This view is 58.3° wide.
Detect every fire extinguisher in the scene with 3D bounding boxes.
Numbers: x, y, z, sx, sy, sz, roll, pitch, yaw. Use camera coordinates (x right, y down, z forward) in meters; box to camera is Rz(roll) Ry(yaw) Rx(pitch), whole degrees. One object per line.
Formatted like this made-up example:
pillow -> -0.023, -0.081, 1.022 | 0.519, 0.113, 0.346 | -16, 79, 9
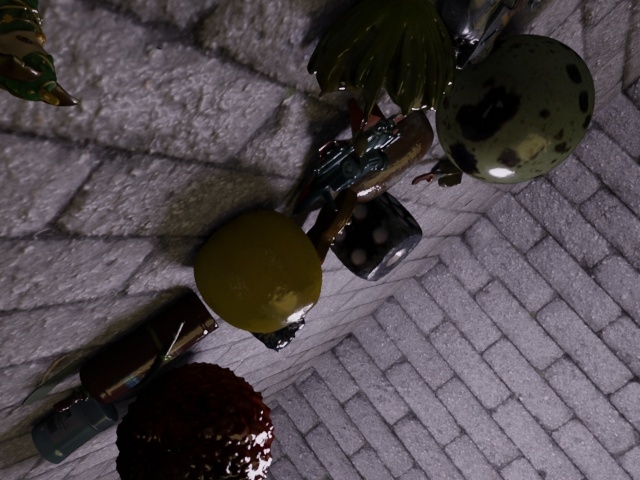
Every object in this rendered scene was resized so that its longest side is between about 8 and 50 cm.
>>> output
fire extinguisher -> -0.376, 0.240, 1.178 | 0.341, 0.105, 0.141 | -35, 167, -15

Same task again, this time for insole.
insole -> -0.532, 0.284, 1.148 | 0.153, 0.002, 0.053 | -37, 163, -4

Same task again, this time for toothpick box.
toothpick box -> -0.545, 0.409, 1.279 | 0.153, 0.101, 0.101 | -35, 163, -8

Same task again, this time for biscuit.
biscuit -> 0.000, 0.000, 1.273 | 0.301, 0.049, 0.196 | -52, -161, 40

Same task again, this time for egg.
egg -> 0.397, -0.265, 1.160 | 0.379, 0.287, 0.287 | -22, 156, -36

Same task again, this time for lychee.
lychee -> -0.335, 0.529, 1.520 | 0.425, 0.424, 0.500 | -37, 148, -4

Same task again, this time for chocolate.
chocolate -> 0.157, -0.169, 1.271 | 0.261, 0.083, 0.161 | -43, 165, 11

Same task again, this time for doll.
doll -> -0.249, -0.140, 0.453 | 0.077, 0.113, 0.078 | -26, 164, 6

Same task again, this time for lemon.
lemon -> -0.108, 0.073, 1.113 | 0.240, 0.219, 0.240 | -39, 167, -11

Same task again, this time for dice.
dice -> 0.133, -0.018, 1.445 | 0.182, 0.183, 0.181 | -46, 160, 19

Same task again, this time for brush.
brush -> 0.334, -0.188, 1.629 | 0.301, 0.071, 0.084 | -18, 142, -50

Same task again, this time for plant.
plant -> 0.126, -0.302, 0.733 | 0.251, 0.180, 0.333 | -38, 164, -44

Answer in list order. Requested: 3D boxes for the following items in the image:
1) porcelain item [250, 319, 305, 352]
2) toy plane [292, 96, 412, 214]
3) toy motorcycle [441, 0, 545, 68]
porcelain item -> -0.112, 0.187, 1.465 | 0.138, 0.186, 0.288 | -42, 164, 7
toy plane -> 0.038, -0.132, 1.079 | 0.223, 0.104, 0.326 | -21, 157, -46
toy motorcycle -> 0.256, -0.376, 0.903 | 0.173, 0.108, 0.307 | -27, 158, -20
